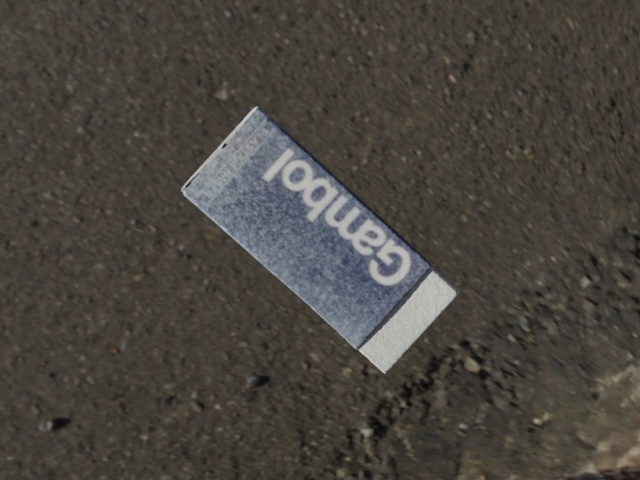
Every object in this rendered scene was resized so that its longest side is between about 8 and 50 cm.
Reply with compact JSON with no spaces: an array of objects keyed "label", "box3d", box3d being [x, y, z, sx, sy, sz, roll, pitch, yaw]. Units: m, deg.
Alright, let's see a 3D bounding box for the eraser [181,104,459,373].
[{"label":"eraser","box3d":[0.000,0.000,0.903,0.212,0.046,0.092,43,92,2]}]
